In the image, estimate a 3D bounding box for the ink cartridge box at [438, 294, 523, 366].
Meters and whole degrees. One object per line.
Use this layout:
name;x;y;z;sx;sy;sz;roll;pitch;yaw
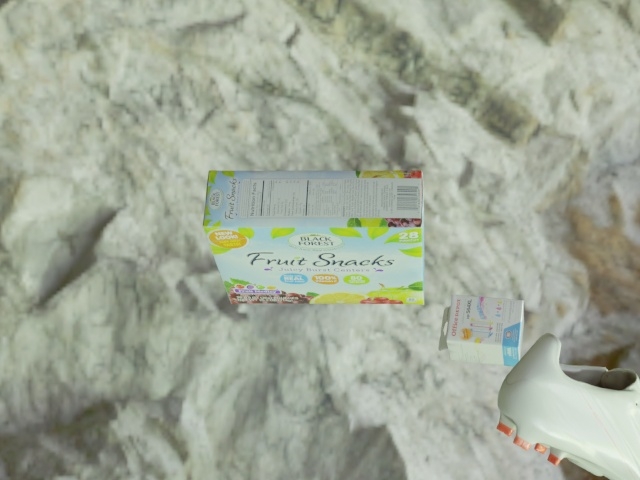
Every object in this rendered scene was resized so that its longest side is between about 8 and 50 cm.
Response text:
ink cartridge box;0.279;0.156;1.978;0.143;0.090;0.092;4;-118;13

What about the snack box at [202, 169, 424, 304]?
snack box;0.000;0.000;1.128;0.207;0.174;0.070;-1;-118;5

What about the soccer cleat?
soccer cleat;0.205;0.129;0.747;0.196;0.076;0.068;28;-178;-20
